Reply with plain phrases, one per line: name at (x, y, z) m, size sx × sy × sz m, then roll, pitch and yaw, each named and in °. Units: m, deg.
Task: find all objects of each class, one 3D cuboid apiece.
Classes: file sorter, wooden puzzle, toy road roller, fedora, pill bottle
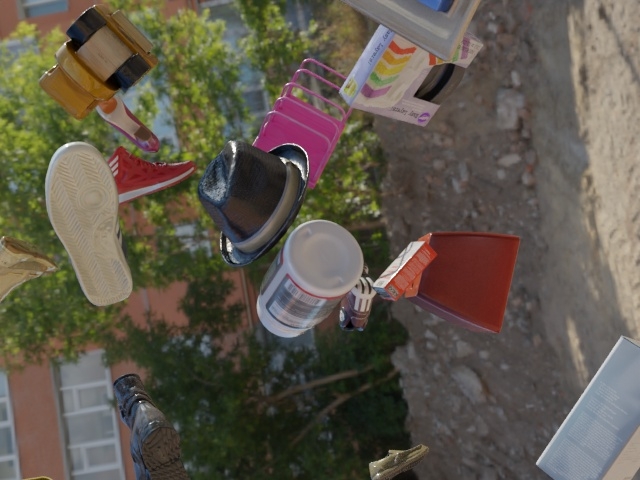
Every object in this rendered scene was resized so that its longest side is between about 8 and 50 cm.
file sorter at (-0.032, -0.334, 1.950) m, size 0.182 × 0.202 × 0.291 m, roll -58°, pitch 5°, yaw 48°
wooden puzzle at (0.158, -0.533, 1.234) m, size 0.080 × 0.322 × 0.348 m, roll -31°, pitch -29°, yaw -49°
toy road roller at (-0.573, -0.449, 1.810) m, size 0.202 × 0.240 × 0.329 m, roll 46°, pitch -167°, yaw -18°
fedora at (-0.170, -0.109, 1.537) m, size 0.152 × 0.334 × 0.334 m, roll 34°, pitch -149°, yaw -28°
pill bottle at (-0.033, 0.090, 1.460) m, size 0.283 × 0.161 × 0.161 m, roll 125°, pitch 141°, yaw -58°

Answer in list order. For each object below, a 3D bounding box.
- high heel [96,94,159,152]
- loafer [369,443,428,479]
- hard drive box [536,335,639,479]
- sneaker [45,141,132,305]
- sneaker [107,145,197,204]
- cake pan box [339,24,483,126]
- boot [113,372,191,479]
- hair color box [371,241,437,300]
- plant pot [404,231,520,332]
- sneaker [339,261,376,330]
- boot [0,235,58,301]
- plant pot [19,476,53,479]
high heel at (-0.587, -0.357, 2.148) m, size 0.082 × 0.244 × 0.117 m, roll -54°, pitch -9°, yaw -12°
loafer at (0.168, 0.474, 1.532) m, size 0.050 × 0.148 × 0.056 m, roll 55°, pitch 152°, yaw 31°
hard drive box at (0.454, 0.271, 1.069) m, size 0.089 × 0.232 × 0.181 m, roll 38°, pitch -169°, yaw 38°
sneaker at (-0.452, -0.045, 1.367) m, size 0.148 × 0.131 × 0.350 m, roll -126°, pitch 30°, yaw -50°
sneaker at (-0.413, -0.176, 1.672) m, size 0.128 × 0.221 × 0.087 m, roll 69°, pitch 165°, yaw -13°
cake pan box at (0.208, -0.391, 1.607) m, size 0.246 × 0.266 × 0.070 m, roll -53°, pitch 49°, yaw 31°
boot at (-0.390, 0.481, 1.624) m, size 0.222 × 0.118 × 0.338 m, roll 39°, pitch 131°, yaw 46°
hair color box at (0.182, 0.065, 1.541) m, size 0.043 × 0.141 × 0.072 m, roll 47°, pitch 166°, yaw -12°
plant pot at (0.382, 0.103, 2.001) m, size 0.267 × 0.235 × 0.267 m, roll 122°, pitch 162°, yaw -83°
sneaker at (0.071, 0.146, 1.856) m, size 0.281 × 0.106 × 0.163 m, roll -114°, pitch 32°, yaw -74°
boot at (-0.782, 0.100, 1.771) m, size 0.095 × 0.203 × 0.262 m, roll 38°, pitch 174°, yaw 6°
plant pot at (-0.624, 0.648, 1.505) m, size 0.212 × 0.212 × 0.187 m, roll 21°, pitch -93°, yaw -62°
